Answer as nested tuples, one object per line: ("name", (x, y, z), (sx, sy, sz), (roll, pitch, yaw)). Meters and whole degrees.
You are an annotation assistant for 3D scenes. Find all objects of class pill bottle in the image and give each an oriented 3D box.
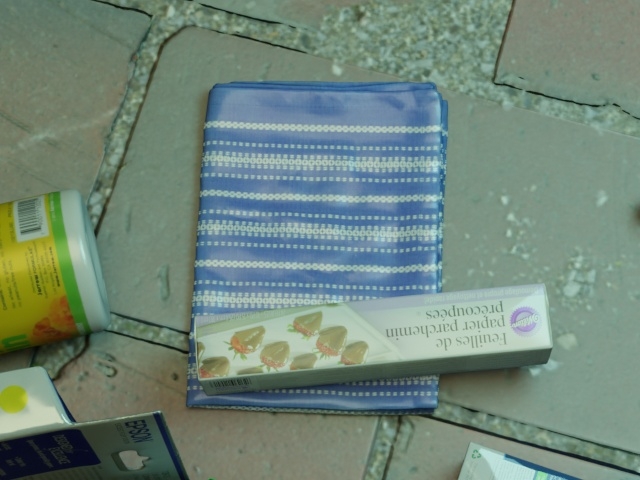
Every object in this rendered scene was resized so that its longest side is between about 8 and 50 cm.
("pill bottle", (-0.328, 0.043, 1.528), (0.245, 0.136, 0.136), (-13, 70, -4))

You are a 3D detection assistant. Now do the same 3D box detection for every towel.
("towel", (0.000, 0.000, 1.592), (0.243, 0.040, 0.336), (2, 70, 2))

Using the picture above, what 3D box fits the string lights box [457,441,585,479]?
("string lights box", (0.234, 0.287, 1.465), (0.259, 0.077, 0.133), (18, 72, 7))

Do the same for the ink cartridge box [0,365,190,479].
("ink cartridge box", (-0.275, 0.178, 1.391), (0.307, 0.303, 0.072), (-12, 71, -4))

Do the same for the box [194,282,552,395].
("box", (0.047, 0.091, 1.513), (0.324, 0.067, 0.063), (-6, 72, 2))

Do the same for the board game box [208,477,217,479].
("board game box", (-0.054, 0.393, 1.447), (0.213, 0.046, 0.317), (18, 72, 8))
